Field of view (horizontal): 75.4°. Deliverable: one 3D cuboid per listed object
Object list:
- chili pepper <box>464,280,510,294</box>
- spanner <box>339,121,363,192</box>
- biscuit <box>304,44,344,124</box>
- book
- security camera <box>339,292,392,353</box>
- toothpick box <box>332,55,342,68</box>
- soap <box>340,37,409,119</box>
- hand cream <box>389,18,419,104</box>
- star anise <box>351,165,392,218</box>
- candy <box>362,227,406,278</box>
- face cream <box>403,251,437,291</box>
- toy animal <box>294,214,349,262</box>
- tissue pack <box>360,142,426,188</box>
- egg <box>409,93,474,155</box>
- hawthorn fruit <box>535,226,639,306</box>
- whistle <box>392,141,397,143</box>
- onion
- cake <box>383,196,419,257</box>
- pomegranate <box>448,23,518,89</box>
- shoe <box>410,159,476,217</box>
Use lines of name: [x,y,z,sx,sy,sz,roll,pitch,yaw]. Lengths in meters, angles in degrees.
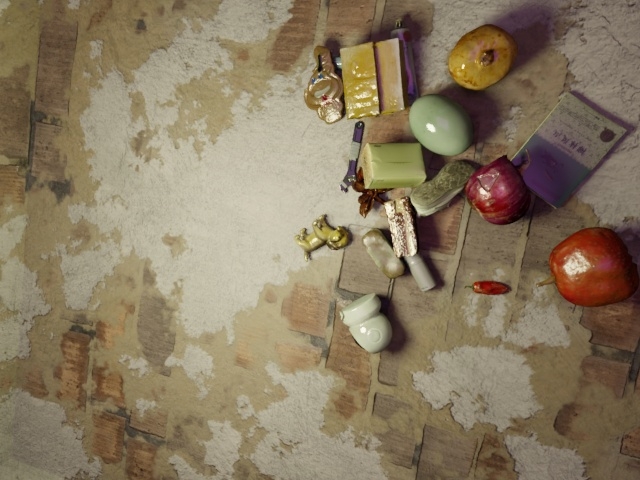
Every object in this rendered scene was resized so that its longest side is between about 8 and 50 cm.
chili pepper: [0.692,0.196,1.723,0.191,0.050,0.059,4,93,1]
spanner: [0.151,-0.361,1.816,0.087,0.024,0.315,12,97,11]
biscuit: [0.016,-0.664,1.779,0.184,0.047,0.319,6,108,18]
book: [0.944,-0.348,1.619,0.264,0.031,0.379,38,102,9]
security camera: [0.211,0.369,1.787,0.195,0.194,0.236,-28,92,14]
toothpick box: [0.089,-0.761,1.775,0.083,0.052,0.052,6,97,11]
soap: [0.219,-0.650,1.688,0.259,0.143,0.281,-5,103,17]
hand cream: [0.336,-0.733,1.714,0.124,0.078,0.340,-4,99,14]
star anise: [0.208,-0.217,1.764,0.212,0.111,0.196,-47,120,-6]
candy: [0.274,0.056,1.782,0.102,0.104,0.234,-34,87,13]
face cream: [0.405,0.091,1.767,0.077,0.077,0.250,-29,88,14]
toy animal: [0.002,-0.016,1.840,0.233,0.121,0.168,-23,101,17]
tissue pack: [0.292,-0.302,1.677,0.234,0.125,0.159,-2,74,-11]
egg: [0.476,-0.456,1.633,0.282,0.203,0.203,46,103,8]
hawthorn fruit: [0.974,0.113,1.541,0.330,0.287,0.287,-24,89,20]
whistle: [0.257,-0.353,1.781,0.186,0.039,0.039,-36,86,14]
onion: [0.691,-0.175,1.585,0.272,0.256,0.230,-39,73,43]
cake: [0.352,-0.054,1.731,0.112,0.135,0.246,-13,87,21]
pomegranate: [0.611,-0.688,1.566,0.248,0.248,0.248,1,96,13]
shoe: [0.501,-0.195,1.700,0.316,0.159,0.124,-31,56,-13]
